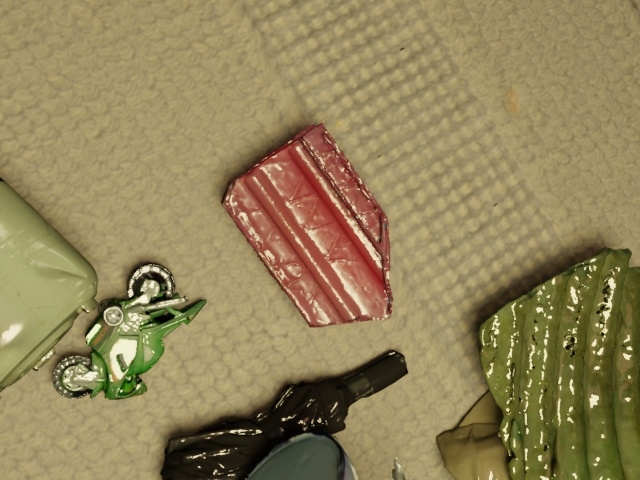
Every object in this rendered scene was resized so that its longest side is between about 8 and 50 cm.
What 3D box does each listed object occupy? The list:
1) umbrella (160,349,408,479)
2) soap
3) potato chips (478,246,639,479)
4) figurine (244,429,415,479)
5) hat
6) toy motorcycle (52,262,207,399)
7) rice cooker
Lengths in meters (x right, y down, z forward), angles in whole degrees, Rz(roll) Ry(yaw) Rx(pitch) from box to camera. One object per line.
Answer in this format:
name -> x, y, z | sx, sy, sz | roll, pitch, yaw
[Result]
umbrella -> -0.035, 0.227, 0.958 | 0.340, 0.118, 0.118 | -26, 91, -22
soap -> 0.000, 0.000, 0.975 | 0.162, 0.099, 0.250 | -35, 93, -13
potato chips -> 0.388, 0.208, 0.998 | 0.373, 0.097, 0.389 | -17, 83, -30
figurine -> 0.093, 0.366, 0.842 | 0.388, 0.276, 0.248 | 44, 67, -17
hat -> 0.263, 0.268, 1.005 | 0.166, 0.144, 0.173 | 40, 101, -9
toy motorcycle -> -0.226, 0.121, 0.932 | 0.106, 0.074, 0.190 | 41, 77, -16
rice cooker -> -0.379, 0.044, 0.834 | 0.244, 0.226, 0.226 | 42, 78, -8
